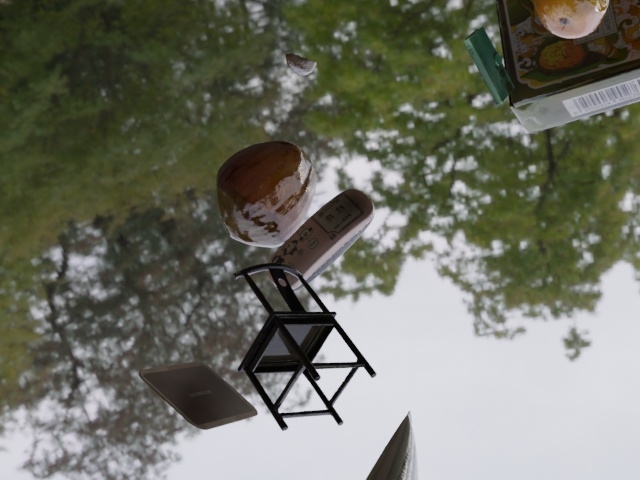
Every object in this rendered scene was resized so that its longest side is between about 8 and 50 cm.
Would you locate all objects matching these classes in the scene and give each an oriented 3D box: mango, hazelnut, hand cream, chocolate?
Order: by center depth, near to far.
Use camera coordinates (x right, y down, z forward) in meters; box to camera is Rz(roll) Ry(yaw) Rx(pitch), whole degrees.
[{"bbox_3d":[0.385,-0.384,1.477,0.102,0.141,0.217,-16,-161,35],"label":"mango"},{"bbox_3d":[0.118,0.396,1.570,0.089,0.140,0.314,0,-168,21],"label":"hand cream"},{"bbox_3d":[-0.097,-0.080,1.785,0.210,0.210,0.186,-12,-119,9],"label":"hazelnut"},{"bbox_3d":[-0.043,-0.343,1.907,0.064,0.031,0.101,19,-177,-5],"label":"chocolate"}]

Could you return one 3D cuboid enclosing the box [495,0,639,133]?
[{"bbox_3d":[0.562,-0.470,2.003,0.372,0.138,0.421,-14,-115,25],"label":"box"}]

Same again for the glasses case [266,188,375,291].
[{"bbox_3d":[0.000,0.000,2.350,0.314,0.075,0.122,-43,-126,-3],"label":"glasses case"}]

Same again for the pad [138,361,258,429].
[{"bbox_3d":[-0.232,0.297,1.880,0.176,0.002,0.266,38,-169,19],"label":"pad"}]

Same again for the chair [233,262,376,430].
[{"bbox_3d":[-0.049,0.173,1.621,0.154,0.141,0.260,5,-144,-43],"label":"chair"}]

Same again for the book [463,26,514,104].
[{"bbox_3d":[0.317,-0.329,1.808,0.017,0.135,0.103,-23,-167,34],"label":"book"}]
